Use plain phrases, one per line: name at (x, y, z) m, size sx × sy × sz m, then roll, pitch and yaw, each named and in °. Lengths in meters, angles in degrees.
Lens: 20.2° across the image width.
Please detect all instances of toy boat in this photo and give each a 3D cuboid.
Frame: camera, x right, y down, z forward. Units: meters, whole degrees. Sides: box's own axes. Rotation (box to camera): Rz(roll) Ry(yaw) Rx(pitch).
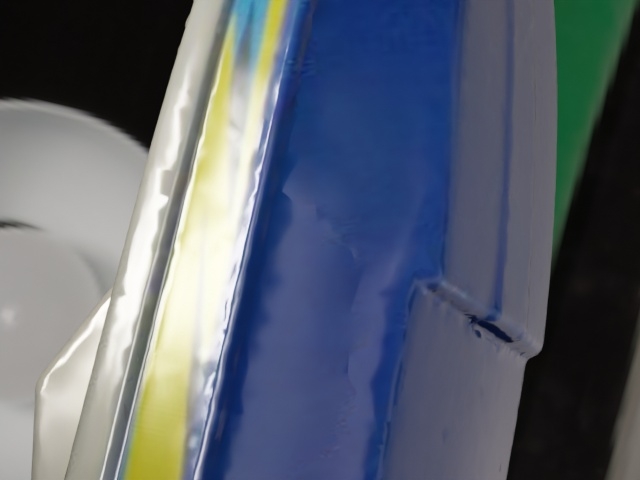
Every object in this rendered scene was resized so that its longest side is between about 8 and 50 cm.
toy boat at (0.000, 0.000, 0.369) m, size 0.129 × 0.088 × 0.295 m, roll 32°, pitch -112°, yaw -68°
